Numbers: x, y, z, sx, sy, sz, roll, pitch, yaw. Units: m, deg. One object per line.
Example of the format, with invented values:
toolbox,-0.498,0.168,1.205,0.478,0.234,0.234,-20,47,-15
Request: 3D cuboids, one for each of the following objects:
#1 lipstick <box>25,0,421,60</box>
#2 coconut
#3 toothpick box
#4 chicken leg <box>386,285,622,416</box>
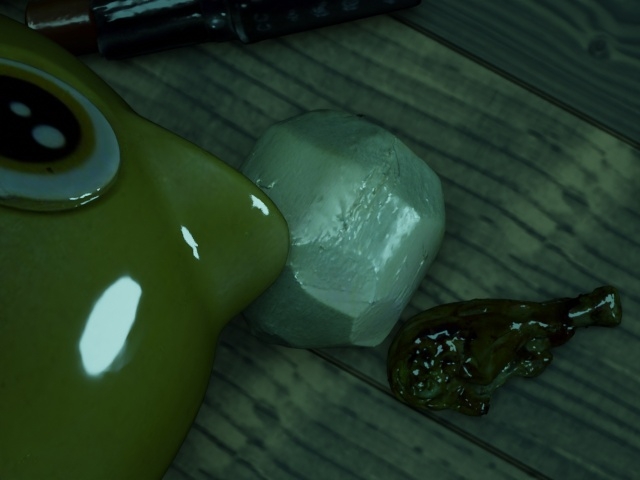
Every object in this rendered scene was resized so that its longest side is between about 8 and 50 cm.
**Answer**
lipstick,-0.072,-0.182,1.459,0.300,0.081,0.081,-10,81,7
coconut,0.000,-0.001,1.390,0.161,0.161,0.162,29,76,7
toothpick box,-0.277,0.050,1.268,0.409,0.409,0.425,43,69,8
chicken leg,0.135,0.076,1.421,0.178,0.070,0.093,-17,56,-12
